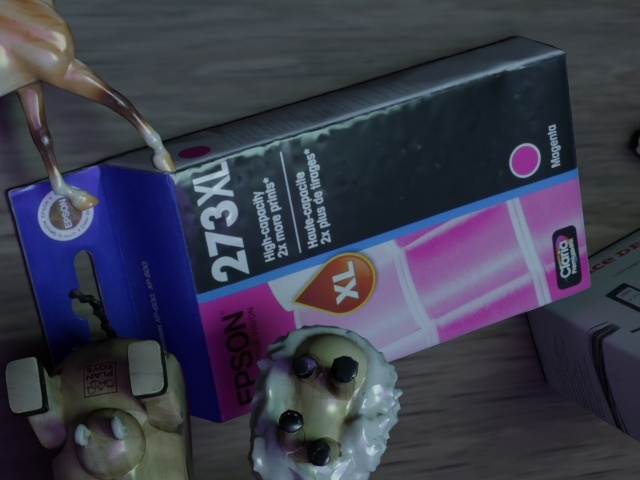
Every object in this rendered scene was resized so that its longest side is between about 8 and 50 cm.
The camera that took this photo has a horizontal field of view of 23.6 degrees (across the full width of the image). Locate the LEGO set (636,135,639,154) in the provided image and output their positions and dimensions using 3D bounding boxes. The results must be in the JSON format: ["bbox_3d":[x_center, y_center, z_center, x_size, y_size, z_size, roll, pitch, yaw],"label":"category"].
[{"bbox_3d":[0.354,-0.146,1.089,0.132,0.107,0.287,27,94,-30],"label":"LEGO set"}]

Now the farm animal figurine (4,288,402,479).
[{"bbox_3d":[-0.131,0.199,0.880,0.330,0.172,0.327,6,74,6],"label":"farm animal figurine"}]

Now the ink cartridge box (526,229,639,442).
[{"bbox_3d":[0.257,0.067,1.057,0.148,0.203,0.086,-28,114,-16],"label":"ink cartridge box"}]

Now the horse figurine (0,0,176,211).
[{"bbox_3d":[-0.208,-0.072,0.863,0.263,0.066,0.174,-29,107,-10],"label":"horse figurine"}]

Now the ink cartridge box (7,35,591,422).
[{"bbox_3d":[0.000,0.000,0.996,0.371,0.069,0.176,-18,113,-17],"label":"ink cartridge box"}]
